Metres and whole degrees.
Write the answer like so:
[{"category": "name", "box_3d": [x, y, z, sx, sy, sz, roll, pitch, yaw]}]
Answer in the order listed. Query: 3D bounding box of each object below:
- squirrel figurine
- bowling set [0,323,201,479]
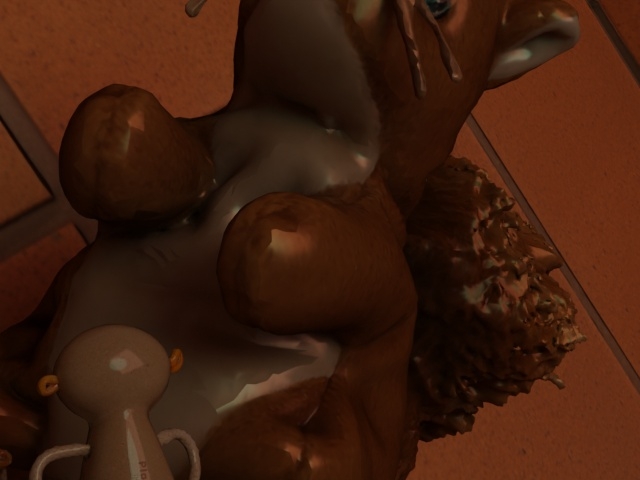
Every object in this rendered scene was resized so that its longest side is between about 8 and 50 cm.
[{"category": "squirrel figurine", "box_3d": [0.000, 0.000, 0.716, 0.397, 0.281, 0.370, 34, 78, -60]}, {"category": "bowling set", "box_3d": [-0.207, 0.130, 0.487, 0.287, 0.200, 0.154, -4, 83, -36]}]
